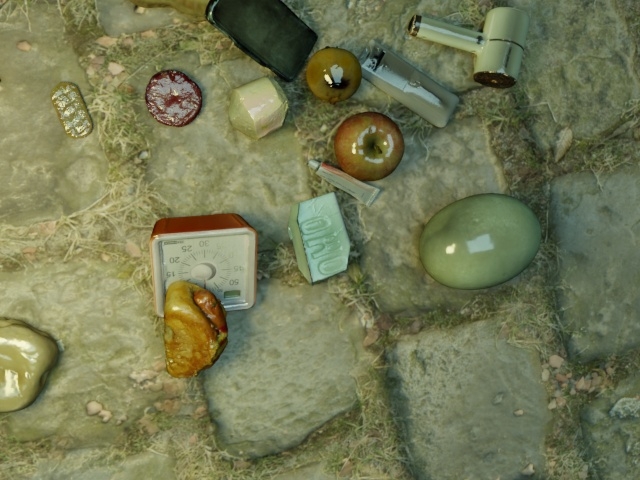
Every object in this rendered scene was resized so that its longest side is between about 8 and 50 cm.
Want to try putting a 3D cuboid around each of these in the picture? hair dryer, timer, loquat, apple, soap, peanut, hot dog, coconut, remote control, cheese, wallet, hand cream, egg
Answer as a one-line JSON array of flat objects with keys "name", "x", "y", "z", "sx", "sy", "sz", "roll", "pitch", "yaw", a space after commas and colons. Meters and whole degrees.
[{"name": "hair dryer", "x": 0.407, "y": -0.581, "z": 1.891, "sx": 0.362, "sy": 0.128, "sz": 0.203, "roll": 14, "pitch": 87, "yaw": -7}, {"name": "timer", "x": -0.297, "y": 0.069, "z": 1.676, "sx": 0.258, "sy": 0.161, "sz": 0.249, "roll": -5, "pitch": 109, "yaw": -15}, {"name": "loquat", "x": 0.036, "y": -0.447, "z": 1.773, "sx": 0.163, "sy": 0.137, "sz": 0.163, "roll": 0, "pitch": 89, "yaw": 4}, {"name": "apple", "x": 0.128, "y": -0.252, "z": 1.777, "sx": 0.188, "sy": 0.174, "sz": 0.188, "roll": -1, "pitch": 92, "yaw": -12}, {"name": "soap", "x": 0.000, "y": 0.000, "z": 1.785, "sx": 0.145, "sy": 0.091, "sz": 0.230, "roll": -19, "pitch": 93, "yaw": -14}, {"name": "peanut", "x": -0.347, "y": -0.642, "z": 1.674, "sx": 0.314, "sy": 0.149, "sz": 0.149, "roll": 8, "pitch": 88, "yaw": -13}, {"name": "hot dog", "x": -0.304, "y": 0.223, "z": 1.633, "sx": 0.153, "sy": 0.150, "sz": 0.256, "roll": 2, "pitch": 123, "yaw": -7}, {"name": "coconut", "x": -0.168, "y": -0.341, "z": 1.718, "sx": 0.153, "sy": 0.147, "sz": 0.147, "roll": -29, "pitch": 97, "yaw": -16}, {"name": "remote control", "x": 0.251, "y": -0.446, "z": 1.870, "sx": 0.313, "sy": 0.055, "sz": 0.109, "roll": 31, "pitch": 82, "yaw": -12}, {"name": "cheese", "x": -0.741, "y": 0.292, "z": 1.575, "sx": 0.218, "sy": 0.117, "sz": 0.235, "roll": -29, "pitch": 100, "yaw": -15}, {"name": "wallet", "x": -0.147, "y": -0.552, "z": 1.703, "sx": 0.318, "sy": 0.045, "sz": 0.172, "roll": 30, "pitch": 87, "yaw": -44}, {"name": "hand cream", "x": 0.060, "y": -0.168, "z": 1.824, "sx": 0.216, "sy": 0.052, "sz": 0.038, "roll": 28, "pitch": 50, "yaw": -15}, {"name": "egg", "x": 0.439, "y": 0.002, "z": 1.816, "sx": 0.352, "sy": 0.258, "sz": 0.258, "roll": -22, "pitch": 95, "yaw": -12}]

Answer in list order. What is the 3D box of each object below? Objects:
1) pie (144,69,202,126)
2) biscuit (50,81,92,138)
[{"name": "pie", "x": -0.380, "y": -0.368, "z": 1.713, "sx": 0.155, "sy": 0.036, "sz": 0.154, "roll": 0, "pitch": 90, "yaw": -15}, {"name": "biscuit", "x": -0.624, "y": -0.326, "z": 1.657, "sx": 0.071, "sy": 0.018, "sz": 0.147, "roll": -22, "pitch": 95, "yaw": -13}]
